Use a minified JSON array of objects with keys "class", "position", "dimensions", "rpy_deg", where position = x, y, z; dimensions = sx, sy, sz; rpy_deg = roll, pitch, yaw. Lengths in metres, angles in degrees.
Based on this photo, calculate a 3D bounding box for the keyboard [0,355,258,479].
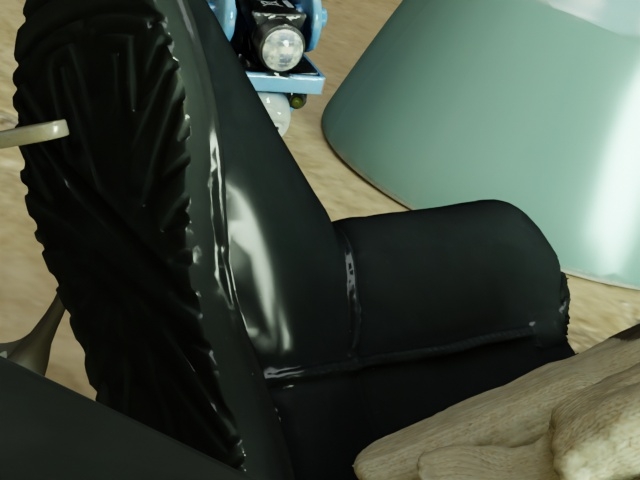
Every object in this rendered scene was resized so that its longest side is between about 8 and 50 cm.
[{"class":"keyboard","position":[-0.136,0.053,0.361],"dimensions":[0.317,0.033,0.201],"rpy_deg":[22,21,19]}]

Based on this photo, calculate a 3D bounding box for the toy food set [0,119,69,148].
[{"class":"toy food set","position":[-0.182,-0.030,0.576],"dimensions":[0.132,0.038,0.192],"rpy_deg":[-8,9,29]}]

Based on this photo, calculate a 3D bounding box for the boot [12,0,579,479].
[{"class":"boot","position":[0.000,0.000,0.695],"dimensions":[0.094,0.246,0.207],"rpy_deg":[-21,-8,42]}]

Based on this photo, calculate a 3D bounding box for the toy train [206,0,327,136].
[{"class":"toy train","position":[-0.051,-0.124,1.093],"dimensions":[0.080,0.105,0.184],"rpy_deg":[-1,26,-20]}]

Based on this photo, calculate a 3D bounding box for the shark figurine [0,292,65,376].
[{"class":"shark figurine","position":[-0.167,0.035,0.596],"dimensions":[0.278,0.116,0.166],"rpy_deg":[-3,30,-40]}]

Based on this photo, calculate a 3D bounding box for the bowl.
[{"class":"bowl","position":[0.170,-0.106,1.147],"dimensions":[0.312,0.163,0.311],"rpy_deg":[14,21,-6]}]

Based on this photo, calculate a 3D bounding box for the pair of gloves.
[{"class":"pair of gloves","position":[0.114,0.043,0.518],"dimensions":[0.204,0.042,0.240],"rpy_deg":[-24,-2,-5]}]

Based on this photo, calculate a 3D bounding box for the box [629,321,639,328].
[{"class":"box","position":[0.171,0.094,0.725],"dimensions":[0.114,0.103,0.203],"rpy_deg":[26,22,24]}]
